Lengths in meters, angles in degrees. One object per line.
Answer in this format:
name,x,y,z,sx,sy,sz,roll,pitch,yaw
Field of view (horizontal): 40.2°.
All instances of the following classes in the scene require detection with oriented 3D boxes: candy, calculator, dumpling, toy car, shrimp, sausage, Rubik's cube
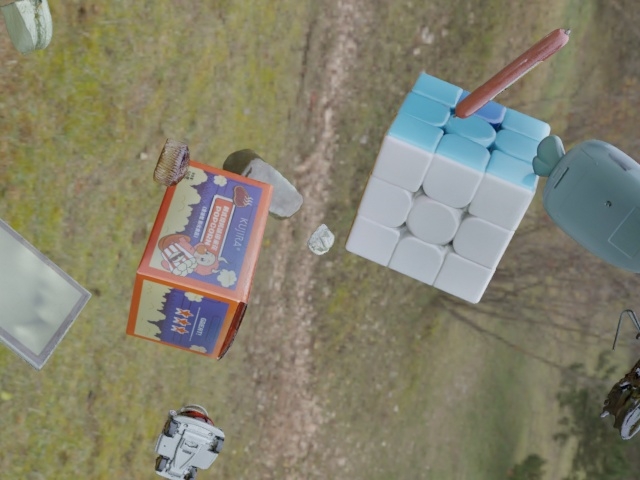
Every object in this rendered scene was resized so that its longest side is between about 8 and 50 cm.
candy,-0.147,-0.142,2.267,0.102,0.104,0.234,-49,134,-4
calculator,0.481,-0.065,1.491,0.041,0.299,0.185,-30,156,-43
dumpling,0.002,0.001,1.973,0.057,0.052,0.076,-56,-179,-24
toy car,-0.243,0.358,1.588,0.139,0.112,0.112,-60,-163,18
shrimp,0.505,0.149,1.255,0.289,0.075,0.178,-36,134,-19
sausage,0.284,-0.249,1.315,0.029,0.223,0.029,31,40,-30
Rubik's cube,0.251,-0.107,1.721,0.291,0.291,0.291,-59,170,-51

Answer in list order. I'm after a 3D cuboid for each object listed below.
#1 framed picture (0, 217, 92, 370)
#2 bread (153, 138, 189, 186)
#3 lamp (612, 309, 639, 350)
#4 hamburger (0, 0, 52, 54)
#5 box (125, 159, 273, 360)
framed picture,-0.442,0.054,1.218,0.231,0.010,0.173,44,33,-15
bread,-0.255,-0.133,1.519,0.085,0.053,0.085,-160,-90,-83
lamp,0.423,0.136,1.137,0.121,0.041,0.054,35,55,-41
hamburger,-0.463,-0.338,1.380,0.054,0.121,0.084,-28,115,-34
box,-0.288,0.050,2.109,0.318,0.257,0.348,118,-13,-52
